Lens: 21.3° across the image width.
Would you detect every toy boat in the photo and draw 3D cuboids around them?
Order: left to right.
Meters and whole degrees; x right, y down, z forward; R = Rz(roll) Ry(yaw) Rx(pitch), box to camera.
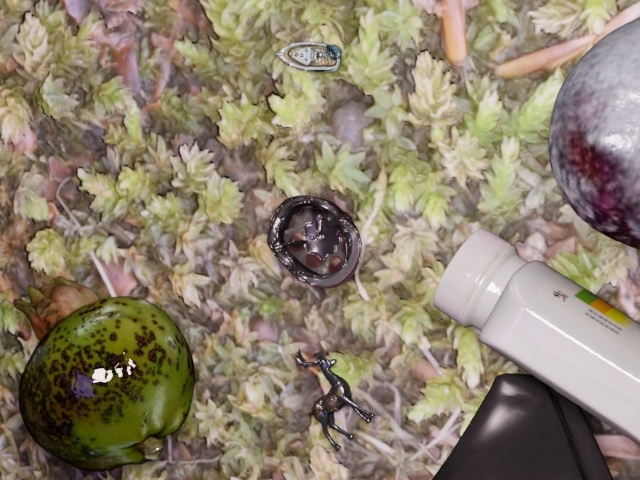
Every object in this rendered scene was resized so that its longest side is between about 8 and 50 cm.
[{"bbox_3d":[-0.014,-0.216,1.995,0.083,0.038,0.038,6,100,22],"label":"toy boat"}]

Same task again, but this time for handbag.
[{"bbox_3d":[0.205,0.354,1.856,0.342,0.152,0.288,-58,38,22],"label":"handbag"}]

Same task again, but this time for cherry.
[{"bbox_3d":[0.364,-0.110,1.731,0.218,0.296,0.255,34,117,46],"label":"cherry"}]

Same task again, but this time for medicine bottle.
[{"bbox_3d":[0.272,0.105,1.845,0.296,0.161,0.111,32,108,19],"label":"medicine bottle"}]

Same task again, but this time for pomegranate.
[{"bbox_3d":[-0.269,0.158,2.102,0.222,0.276,0.204,-41,119,4],"label":"pomegranate"}]

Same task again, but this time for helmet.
[{"bbox_3d":[0.000,0.000,2.001,0.123,0.070,0.098,39,102,11],"label":"helmet"}]

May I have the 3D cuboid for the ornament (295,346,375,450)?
[{"bbox_3d":[0.006,0.184,2.049,0.073,0.028,0.125,-43,81,23],"label":"ornament"}]
